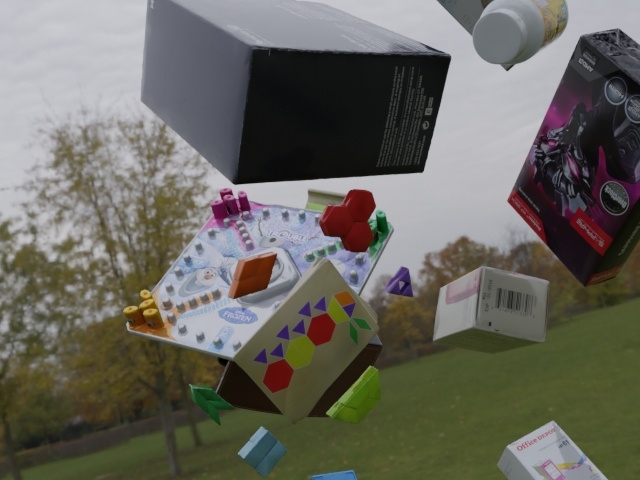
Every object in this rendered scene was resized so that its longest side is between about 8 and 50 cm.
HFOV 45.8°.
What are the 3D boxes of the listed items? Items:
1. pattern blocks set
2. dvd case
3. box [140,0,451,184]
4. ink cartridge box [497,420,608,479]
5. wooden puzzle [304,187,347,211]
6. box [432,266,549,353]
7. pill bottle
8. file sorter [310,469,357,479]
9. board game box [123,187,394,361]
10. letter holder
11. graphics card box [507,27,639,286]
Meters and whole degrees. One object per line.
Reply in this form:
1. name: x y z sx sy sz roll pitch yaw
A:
1. pattern blocks set: -0.012 0.121 0.943 0.324 0.286 0.026 -38 27 -21
2. dvd case: 0.334 -0.471 1.556 0.022 0.253 0.180 -45 0 -9
3. box: -0.052 -0.232 1.094 0.312 0.179 0.343 -5 29 -33
4. ink cartridge box: 0.306 0.309 0.987 0.088 0.122 0.052 -19 -42 -26
5. wooden puzzle: 0.000 0.000 1.787 0.044 0.239 0.221 14 0 -37
6. box: 0.342 0.148 1.542 0.148 0.127 0.232 12 -16 -9
7. pill bottle: 0.345 -0.373 1.314 0.117 0.118 0.208 -23 9 42
8. file sorter: 0.036 0.631 1.721 0.118 0.170 0.104 4 -45 -35
9. board game box: -0.109 0.053 1.408 0.389 0.050 0.390 9 46 25
10. letter holder: -0.062 0.236 1.572 0.301 0.152 0.215 12 -63 -23
11. graphics card box: 0.462 -0.127 1.248 0.094 0.233 0.371 -15 -38 -25
